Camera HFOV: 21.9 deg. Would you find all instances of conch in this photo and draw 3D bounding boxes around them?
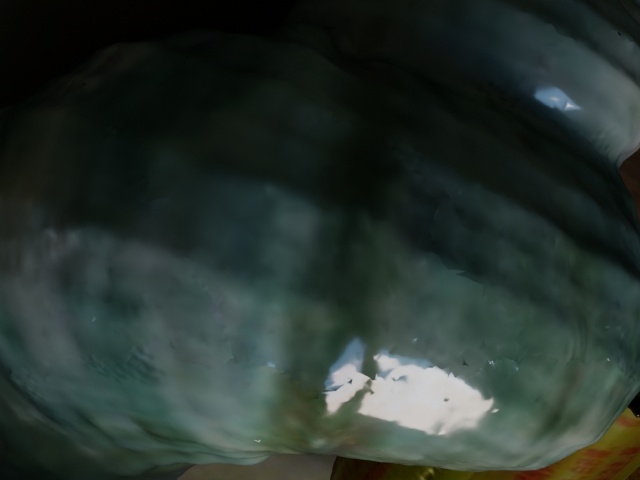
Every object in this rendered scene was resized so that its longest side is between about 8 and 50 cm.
[{"bbox_3d":[0.000,0.000,0.504,0.277,0.195,0.220,-47,-177,1],"label":"conch"}]

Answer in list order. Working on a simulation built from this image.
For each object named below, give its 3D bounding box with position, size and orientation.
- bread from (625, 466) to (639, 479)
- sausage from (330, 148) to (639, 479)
[{"bbox_3d":[0.093,0.181,0.976,0.270,0.077,0.139,-14,148,-17],"label":"bread"},{"bbox_3d":[0.076,0.092,0.752,0.117,0.125,0.317,27,141,-1],"label":"sausage"}]
